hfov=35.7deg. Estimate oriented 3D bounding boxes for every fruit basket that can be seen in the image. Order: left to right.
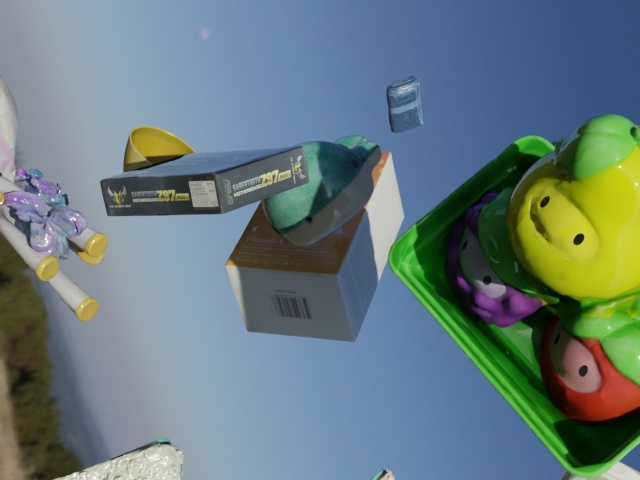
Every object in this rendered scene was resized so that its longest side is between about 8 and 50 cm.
[{"bbox_3d":[0.269,0.037,1.090,0.392,0.283,0.392,50,0,0],"label":"fruit basket"}]

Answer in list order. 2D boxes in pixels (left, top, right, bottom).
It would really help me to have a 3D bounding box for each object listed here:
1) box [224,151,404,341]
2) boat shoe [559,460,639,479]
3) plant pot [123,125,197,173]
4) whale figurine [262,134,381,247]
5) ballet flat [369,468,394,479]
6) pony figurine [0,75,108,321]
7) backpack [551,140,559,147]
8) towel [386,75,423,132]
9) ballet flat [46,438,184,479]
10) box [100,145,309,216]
[{"bbox_3d":[0.000,0.000,1.836,0.345,0.215,0.168,-65,150,-44],"label":"box"},{"bbox_3d":[0.482,0.410,1.391,0.320,0.103,0.118,29,-22,16],"label":"boat shoe"},{"bbox_3d":[-0.279,-0.115,1.680,0.095,0.134,0.134,-56,-137,27],"label":"plant pot"},{"bbox_3d":[-0.003,-0.107,1.586,0.141,0.216,0.272,47,29,-14],"label":"whale figurine"},{"bbox_3d":[0.064,0.408,1.486,0.077,0.091,0.241,48,-35,8],"label":"ballet flat"},{"bbox_3d":[-0.503,-0.059,1.534,0.363,0.303,0.351,35,-15,18],"label":"pony figurine"},{"bbox_3d":[0.397,-0.117,1.615,0.114,0.105,0.084,-12,-68,34],"label":"backpack"},{"bbox_3d":[0.160,-0.257,1.900,0.119,0.067,0.029,79,-12,-52],"label":"towel"},{"bbox_3d":[-0.434,0.469,1.770,0.147,0.409,0.147,-18,90,-84],"label":"ballet flat"},{"bbox_3d":[-0.161,-0.083,1.385,0.233,0.183,0.059,1,-74,39],"label":"box"}]
